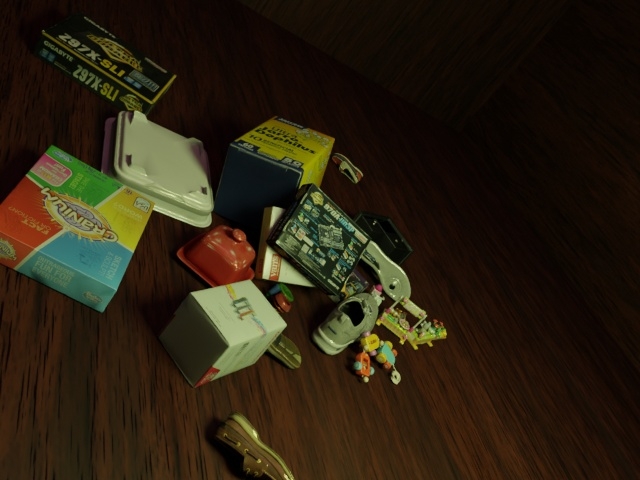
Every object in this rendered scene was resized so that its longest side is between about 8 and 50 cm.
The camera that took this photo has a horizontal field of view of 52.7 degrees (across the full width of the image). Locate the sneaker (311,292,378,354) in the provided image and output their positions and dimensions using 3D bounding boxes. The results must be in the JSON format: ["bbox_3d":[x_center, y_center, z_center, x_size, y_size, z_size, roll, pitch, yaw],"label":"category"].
[{"bbox_3d":[0.089,0.184,1.558,0.105,0.115,0.281,43,26,7],"label":"sneaker"}]

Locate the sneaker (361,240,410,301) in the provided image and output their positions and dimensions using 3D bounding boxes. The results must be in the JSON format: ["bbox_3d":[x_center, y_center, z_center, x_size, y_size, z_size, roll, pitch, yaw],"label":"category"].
[{"bbox_3d":[0.186,0.078,1.899,0.217,0.079,0.121,53,3,-7],"label":"sneaker"}]

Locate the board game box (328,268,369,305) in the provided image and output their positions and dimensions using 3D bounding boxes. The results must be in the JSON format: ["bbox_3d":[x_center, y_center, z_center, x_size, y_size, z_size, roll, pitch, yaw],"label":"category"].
[{"bbox_3d":[0.033,0.084,1.721,0.170,0.048,0.141,47,28,14],"label":"board game box"}]

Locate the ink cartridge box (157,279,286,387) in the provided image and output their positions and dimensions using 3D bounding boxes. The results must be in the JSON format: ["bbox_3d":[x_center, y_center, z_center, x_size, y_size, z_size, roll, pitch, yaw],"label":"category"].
[{"bbox_3d":[-0.181,0.169,1.212,0.127,0.128,0.176,49,26,19],"label":"ink cartridge box"}]

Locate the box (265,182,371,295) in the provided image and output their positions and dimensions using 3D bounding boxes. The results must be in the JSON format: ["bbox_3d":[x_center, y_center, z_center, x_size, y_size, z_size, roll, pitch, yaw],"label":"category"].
[{"bbox_3d":[0.000,0.000,1.530,0.220,0.051,0.175,42,67,-26],"label":"box"}]

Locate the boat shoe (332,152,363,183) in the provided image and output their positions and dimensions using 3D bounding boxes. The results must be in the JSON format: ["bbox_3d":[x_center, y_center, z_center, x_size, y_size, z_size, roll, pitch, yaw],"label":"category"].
[{"bbox_3d":[0.092,-0.264,2.354,0.137,0.049,0.043,41,66,1],"label":"boat shoe"}]

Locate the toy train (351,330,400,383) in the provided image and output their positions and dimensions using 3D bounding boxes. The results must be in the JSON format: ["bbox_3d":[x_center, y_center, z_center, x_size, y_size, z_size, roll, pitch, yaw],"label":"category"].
[{"bbox_3d":[0.123,0.285,1.531,0.166,0.046,0.125,27,53,-44],"label":"toy train"}]

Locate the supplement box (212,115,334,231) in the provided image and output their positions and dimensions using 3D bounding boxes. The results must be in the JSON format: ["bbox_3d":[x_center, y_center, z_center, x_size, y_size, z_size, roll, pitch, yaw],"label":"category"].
[{"bbox_3d":[-0.115,-0.180,1.727,0.194,0.195,0.356,22,25,6],"label":"supplement box"}]

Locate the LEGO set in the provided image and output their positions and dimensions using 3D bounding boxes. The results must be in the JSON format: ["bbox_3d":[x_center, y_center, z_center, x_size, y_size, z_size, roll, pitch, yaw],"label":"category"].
[{"bbox_3d":[0.262,0.212,1.751,0.287,0.107,0.132,28,28,-22],"label":"LEGO set"}]

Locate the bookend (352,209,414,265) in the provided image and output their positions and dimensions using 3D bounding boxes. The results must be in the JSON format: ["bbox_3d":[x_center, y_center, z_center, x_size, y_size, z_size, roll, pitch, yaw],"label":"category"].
[{"bbox_3d":[0.188,-0.007,2.041,0.157,0.072,0.156,10,39,-45],"label":"bookend"}]

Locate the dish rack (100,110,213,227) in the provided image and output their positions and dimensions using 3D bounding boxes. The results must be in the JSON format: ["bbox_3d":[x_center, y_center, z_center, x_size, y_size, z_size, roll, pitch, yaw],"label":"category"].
[{"bbox_3d":[-0.384,-0.192,1.586,0.285,0.072,0.333,24,31,-30],"label":"dish rack"}]

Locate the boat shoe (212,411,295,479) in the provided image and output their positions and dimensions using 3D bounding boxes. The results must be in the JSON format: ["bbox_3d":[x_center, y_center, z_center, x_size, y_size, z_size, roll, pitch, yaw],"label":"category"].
[{"bbox_3d":[-0.109,0.370,1.079,0.178,0.064,0.060,45,57,14],"label":"boat shoe"}]

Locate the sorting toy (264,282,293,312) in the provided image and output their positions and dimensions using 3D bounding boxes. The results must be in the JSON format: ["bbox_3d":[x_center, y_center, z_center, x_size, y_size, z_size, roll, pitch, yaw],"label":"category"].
[{"bbox_3d":[-0.097,0.135,1.488,0.061,0.042,0.102,51,12,-12],"label":"sorting toy"}]

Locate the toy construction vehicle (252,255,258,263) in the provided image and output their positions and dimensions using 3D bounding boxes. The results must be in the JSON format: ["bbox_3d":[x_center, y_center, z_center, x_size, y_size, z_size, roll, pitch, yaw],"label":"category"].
[{"bbox_3d":[-0.133,0.050,1.568,0.086,0.035,0.098,-1,47,-53],"label":"toy construction vehicle"}]

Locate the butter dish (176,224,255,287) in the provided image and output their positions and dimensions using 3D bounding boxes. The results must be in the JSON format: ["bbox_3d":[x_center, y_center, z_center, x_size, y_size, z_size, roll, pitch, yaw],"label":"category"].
[{"bbox_3d":[-0.206,0.023,1.421,0.160,0.118,0.160,39,26,1],"label":"butter dish"}]

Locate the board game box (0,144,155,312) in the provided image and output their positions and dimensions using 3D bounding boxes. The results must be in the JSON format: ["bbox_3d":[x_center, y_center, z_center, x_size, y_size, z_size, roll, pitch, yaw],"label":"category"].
[{"bbox_3d":[-0.466,-0.032,1.227,0.242,0.064,0.316,30,27,-18],"label":"board game box"}]

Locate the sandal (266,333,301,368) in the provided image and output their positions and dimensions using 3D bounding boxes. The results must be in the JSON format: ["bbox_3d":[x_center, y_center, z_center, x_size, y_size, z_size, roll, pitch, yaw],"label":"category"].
[{"bbox_3d":[-0.111,0.204,1.350,0.180,0.049,0.072,50,30,-12],"label":"sandal"}]

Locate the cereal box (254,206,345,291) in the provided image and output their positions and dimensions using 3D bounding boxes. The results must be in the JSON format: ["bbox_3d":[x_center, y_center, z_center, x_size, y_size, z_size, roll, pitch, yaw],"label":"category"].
[{"bbox_3d":[-0.037,0.025,1.566,0.240,0.173,0.047,11,-8,-34],"label":"cereal box"}]

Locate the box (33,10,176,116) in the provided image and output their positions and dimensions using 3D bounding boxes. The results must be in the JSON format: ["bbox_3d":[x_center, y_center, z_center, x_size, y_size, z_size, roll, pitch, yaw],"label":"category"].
[{"bbox_3d":[-0.581,-0.483,1.778,0.322,0.079,0.257,33,29,-15],"label":"box"}]
